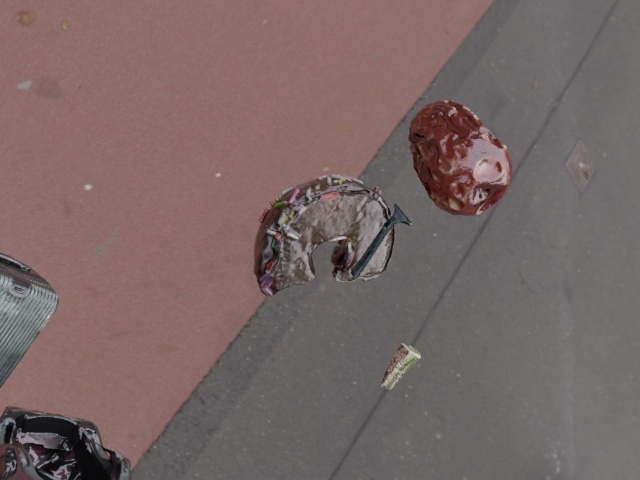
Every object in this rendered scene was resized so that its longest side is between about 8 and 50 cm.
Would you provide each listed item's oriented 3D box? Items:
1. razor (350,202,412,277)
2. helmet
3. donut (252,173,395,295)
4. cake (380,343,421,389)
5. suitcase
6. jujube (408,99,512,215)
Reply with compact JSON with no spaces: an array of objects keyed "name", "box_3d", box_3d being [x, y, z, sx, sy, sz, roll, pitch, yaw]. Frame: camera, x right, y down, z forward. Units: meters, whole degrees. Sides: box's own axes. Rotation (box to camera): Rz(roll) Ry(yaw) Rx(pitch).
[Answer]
[{"name":"razor","box_3d":[0.119,0.009,1.340,0.033,0.190,0.066,4,41,-43]},{"name":"helmet","box_3d":[-0.540,0.480,1.222,0.271,0.338,0.197,33,87,-50]},{"name":"donut","box_3d":[0.005,-0.021,1.374,0.345,0.136,0.259,-12,121,-26]},{"name":"cake","box_3d":[0.209,0.339,1.676,0.051,0.055,0.140,25,112,-29]},{"name":"suitcase","box_3d":[-0.582,0.160,0.985,0.312,0.128,0.202,-55,147,-5]},{"name":"jujube","box_3d":[0.240,-0.151,1.100,0.155,0.155,0.230,23,33,-33]}]
